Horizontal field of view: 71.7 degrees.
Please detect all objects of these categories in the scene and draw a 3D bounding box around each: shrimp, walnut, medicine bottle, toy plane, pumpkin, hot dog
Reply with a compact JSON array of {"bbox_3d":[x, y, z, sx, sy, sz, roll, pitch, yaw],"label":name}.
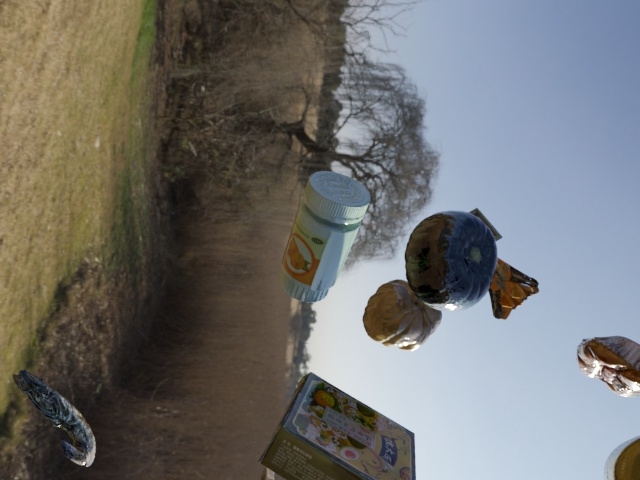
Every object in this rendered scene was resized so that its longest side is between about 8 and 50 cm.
[{"bbox_3d":[-0.617,0.426,1.042,0.169,0.058,0.296,37,-26,48],"label":"shrimp"},{"bbox_3d":[0.311,0.294,1.745,0.285,0.296,0.286,12,-76,55],"label":"walnut"},{"bbox_3d":[0.000,0.000,1.119,0.158,0.157,0.318,-91,-163,-55],"label":"medicine bottle"},{"bbox_3d":[0.643,0.112,1.612,0.204,0.102,0.316,-56,-149,34],"label":"toy plane"},{"bbox_3d":[0.382,0.063,1.345,0.238,0.315,0.316,-6,-102,49],"label":"pumpkin"},{"bbox_3d":[0.605,0.259,0.916,0.075,0.144,0.268,-50,148,-3],"label":"hot dog"}]

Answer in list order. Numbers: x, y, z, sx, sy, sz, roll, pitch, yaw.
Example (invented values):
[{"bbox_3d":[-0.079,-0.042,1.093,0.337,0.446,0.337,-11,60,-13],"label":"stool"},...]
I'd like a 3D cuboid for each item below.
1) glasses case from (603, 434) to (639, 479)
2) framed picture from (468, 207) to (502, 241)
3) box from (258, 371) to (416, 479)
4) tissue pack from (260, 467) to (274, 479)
[{"bbox_3d":[0.616,0.500,0.690,0.371,0.173,0.141,52,-2,33],"label":"glasses case"},{"bbox_3d":[0.501,-0.019,1.514,0.142,0.183,0.011,60,-1,28],"label":"framed picture"},{"bbox_3d":[0.071,0.605,1.297,0.138,0.419,0.373,-62,173,10],"label":"box"},{"bbox_3d":[-0.178,0.803,1.490,0.083,0.034,0.063,-142,-107,-82],"label":"tissue pack"}]
